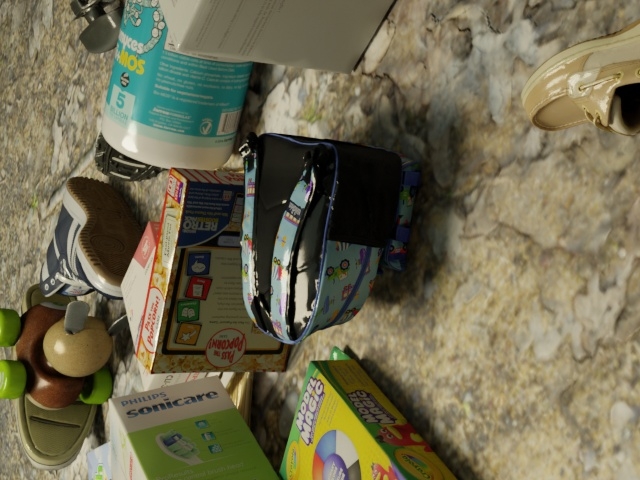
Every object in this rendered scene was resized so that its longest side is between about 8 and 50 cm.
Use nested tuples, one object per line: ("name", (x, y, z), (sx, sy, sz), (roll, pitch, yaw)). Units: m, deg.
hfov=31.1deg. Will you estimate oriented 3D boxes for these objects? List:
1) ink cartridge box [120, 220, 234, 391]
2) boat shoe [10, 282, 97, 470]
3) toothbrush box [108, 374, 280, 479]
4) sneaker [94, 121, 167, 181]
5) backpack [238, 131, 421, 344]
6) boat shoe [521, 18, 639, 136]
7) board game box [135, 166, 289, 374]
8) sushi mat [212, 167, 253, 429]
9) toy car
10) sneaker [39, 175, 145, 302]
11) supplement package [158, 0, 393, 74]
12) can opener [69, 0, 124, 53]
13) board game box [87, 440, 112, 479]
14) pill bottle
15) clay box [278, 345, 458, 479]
("ink cartridge box", (-0.156, 0.089, 1.254), (0.115, 0.067, 0.198), (-61, 38, 38))
("boat shoe", (-0.386, 0.206, 1.639), (0.302, 0.113, 0.103), (-101, 31, -42))
("toothbrush box", (-0.105, 0.299, 1.095), (0.283, 0.122, 0.206), (-128, 35, -50))
("sneaker", (-0.198, -0.186, 1.379), (0.108, 0.100, 0.271), (-105, 36, -53))
("backpack", (0.000, 0.000, 0.988), (0.158, 0.117, 0.173), (17, 101, 58))
("boat shoe", (0.191, -0.096, 0.728), (0.170, 0.063, 0.059), (-25, 60, 55))
("board game box", (-0.087, 0.032, 1.104), (0.045, 0.147, 0.193), (36, 117, 55))
("sushi mat", (-0.100, 0.076, 1.245), (0.151, 0.019, 0.316), (6, 92, 60))
("toy car", (-0.322, 0.123, 1.500), (0.188, 0.155, 0.148), (-39, 54, 40))
("sneaker", (-0.295, 0.041, 1.496), (0.153, 0.099, 0.282), (-68, 28, 20))
("supplement package", (-0.041, -0.227, 1.018), (0.105, 0.179, 0.105), (-57, 42, 40))
("can opener", (-0.252, -0.333, 1.513), (0.093, 0.074, 0.280), (57, 149, -6))
("board game box", (-0.234, 0.323, 1.428), (0.211, 0.039, 0.160), (-34, 59, 54))
("pill bottle", (-0.138, -0.217, 1.214), (0.146, 0.146, 0.264), (43, 123, 53))
("clay box", (0.030, 0.196, 0.981), (0.222, 0.053, 0.127), (44, 126, 51))
